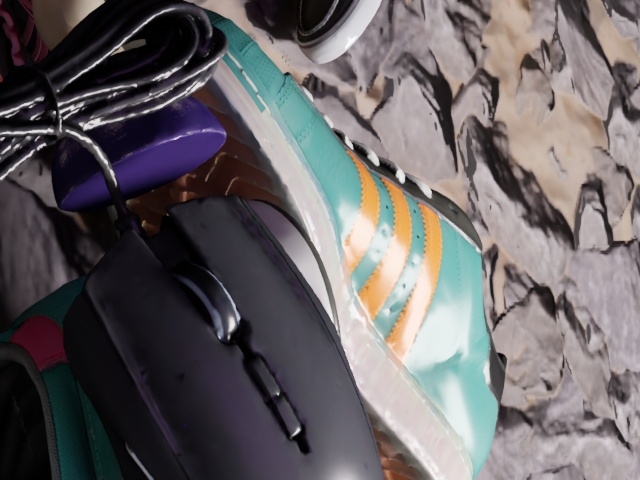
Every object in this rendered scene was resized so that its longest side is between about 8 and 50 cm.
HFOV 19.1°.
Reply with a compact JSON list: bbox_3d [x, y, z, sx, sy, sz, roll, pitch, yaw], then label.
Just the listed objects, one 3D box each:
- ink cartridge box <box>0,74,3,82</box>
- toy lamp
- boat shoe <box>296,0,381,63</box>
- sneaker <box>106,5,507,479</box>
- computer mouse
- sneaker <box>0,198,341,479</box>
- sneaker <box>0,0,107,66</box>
[{"bbox_3d":[-0.196,-0.084,0.709,0.099,0.056,0.135,-51,122,-41],"label":"ink cartridge box"},{"bbox_3d":[-0.124,-0.148,0.740,0.080,0.080,0.274,-15,76,-49],"label":"toy lamp"},{"bbox_3d":[0.009,-0.152,0.964,0.040,0.049,0.142,39,50,-32],"label":"boat shoe"},{"bbox_3d":[0.000,0.000,0.875,0.121,0.108,0.302,-59,134,-37],"label":"sneaker"},{"bbox_3d":[-0.061,0.056,0.649,0.184,0.060,0.262,-27,107,-36],"label":"computer mouse"},{"bbox_3d":[-0.081,0.143,0.764,0.178,0.124,0.295,-16,114,-33],"label":"sneaker"},{"bbox_3d":[-0.106,-0.094,0.813,0.119,0.057,0.047,61,42,-25],"label":"sneaker"}]
